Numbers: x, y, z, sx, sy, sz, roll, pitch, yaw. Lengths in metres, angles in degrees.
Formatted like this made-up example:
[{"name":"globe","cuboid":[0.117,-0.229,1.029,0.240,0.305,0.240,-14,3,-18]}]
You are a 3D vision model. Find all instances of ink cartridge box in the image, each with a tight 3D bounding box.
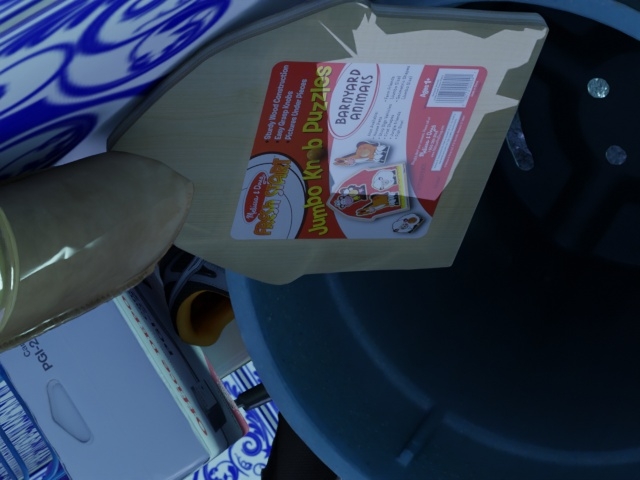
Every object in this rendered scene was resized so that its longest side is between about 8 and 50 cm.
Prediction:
[{"name":"ink cartridge box","cuboid":[-0.137,0.102,1.146,0.092,0.158,0.218,-33,176,4]}]

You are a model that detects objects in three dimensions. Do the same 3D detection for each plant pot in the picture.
[{"name":"plant pot","cuboid":[0.164,-0.031,0.998,0.341,0.341,0.334,-36,-177,32]}]

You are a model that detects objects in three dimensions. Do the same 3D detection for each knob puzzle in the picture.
[{"name":"knob puzzle","cuboid":[-0.008,-0.051,0.780,0.213,0.030,0.213,-9,141,-7]}]

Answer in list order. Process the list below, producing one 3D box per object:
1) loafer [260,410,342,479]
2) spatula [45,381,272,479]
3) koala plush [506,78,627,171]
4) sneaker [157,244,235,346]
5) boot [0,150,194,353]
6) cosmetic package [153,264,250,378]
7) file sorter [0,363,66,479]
[{"name":"loafer","cuboid":[0.010,0.087,1.170,0.134,0.130,0.366,-19,-136,54]},{"name":"spatula","cuboid":[-0.090,0.136,1.336,0.296,0.030,0.084,-19,-164,-12]},{"name":"koala plush","cuboid":[0.182,-0.115,1.274,0.196,0.203,0.221,-23,158,15]},{"name":"sneaker","cuboid":[-0.039,0.004,1.124,0.084,0.083,0.215,17,143,-31]},{"name":"boot","cuboid":[-0.133,0.005,0.618,0.236,0.089,0.269,-22,-178,32]},{"name":"cosmetic package","cuboid":[0.000,0.000,1.374,0.309,0.113,0.160,-28,174,-46]},{"name":"file sorter","cuboid":[-0.255,0.153,1.208,0.118,0.104,0.170,-35,176,25]}]
